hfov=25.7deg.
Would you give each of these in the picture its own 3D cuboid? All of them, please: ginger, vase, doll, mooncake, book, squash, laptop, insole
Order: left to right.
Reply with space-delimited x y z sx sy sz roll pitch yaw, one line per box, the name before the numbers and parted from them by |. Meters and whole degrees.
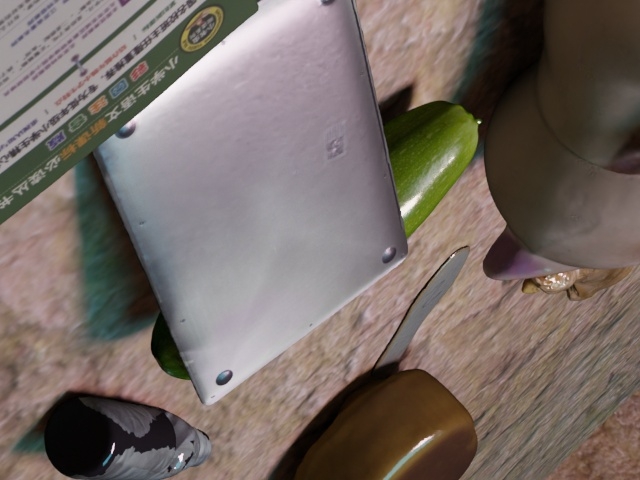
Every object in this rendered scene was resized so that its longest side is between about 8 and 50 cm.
book | -0.130 -0.117 0.623 0.202 0.027 0.264 -42 158 -10
vase | -0.134 0.154 1.071 0.060 0.060 0.211 -47 160 6
laptop | -0.033 -0.029 0.870 0.187 0.015 0.269 -36 139 -19
squash | -0.001 0.001 1.002 0.292 0.082 0.082 -39 158 -17
mooncake | 0.060 0.244 1.517 0.235 0.117 0.235 -35 157 -18
insole | 0.102 0.075 1.438 0.064 0.004 0.188 -17 146 -48
ginger | 0.311 0.013 1.622 0.137 0.074 0.213 -51 152 17
doll | 0.253 -0.124 1.065 0.370 0.226 0.215 97 7 -52
